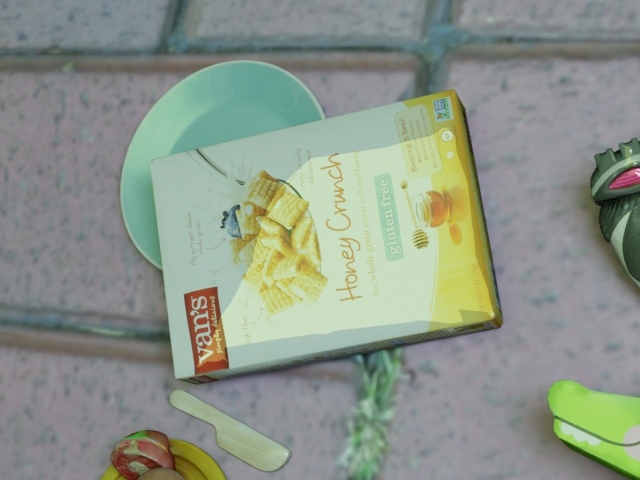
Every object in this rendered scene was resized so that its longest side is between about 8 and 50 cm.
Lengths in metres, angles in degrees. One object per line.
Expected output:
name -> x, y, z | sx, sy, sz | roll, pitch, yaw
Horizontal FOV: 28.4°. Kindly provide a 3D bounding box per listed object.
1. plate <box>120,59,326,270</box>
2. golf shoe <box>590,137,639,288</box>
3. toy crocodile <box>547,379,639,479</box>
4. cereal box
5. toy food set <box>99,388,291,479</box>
plate -> -0.075, -0.054, 1.011 | 0.188, 0.024, 0.188 | -8, 71, 22
golf shoe -> 0.311, -0.050, 0.802 | 0.273, 0.105, 0.120 | -27, 79, 21
toy crocodile -> 0.288, 0.156, 0.720 | 0.340, 0.115, 0.105 | 24, 83, 27
cereal box -> 0.000, 0.000, 0.923 | 0.240, 0.047, 0.173 | -13, 75, 13
toy food set -> -0.136, 0.208, 0.923 | 0.128, 0.071, 0.218 | 33, 88, 30
